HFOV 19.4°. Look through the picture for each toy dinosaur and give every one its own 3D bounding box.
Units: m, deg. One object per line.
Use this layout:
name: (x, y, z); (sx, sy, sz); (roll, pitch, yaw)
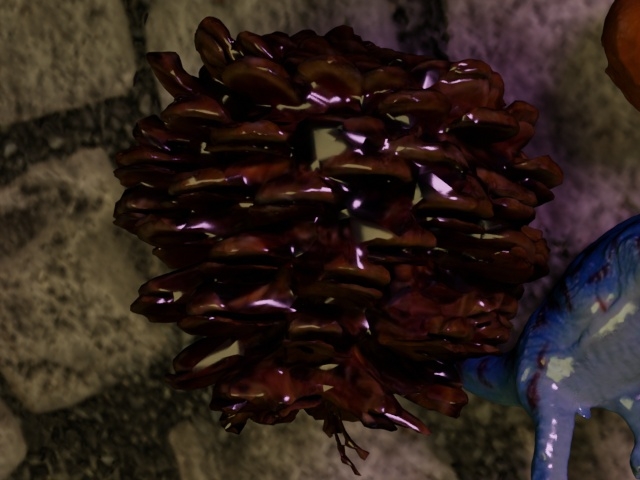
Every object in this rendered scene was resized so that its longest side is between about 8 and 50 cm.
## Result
toy dinosaur: (0.152, 0.048, 0.900); (0.329, 0.076, 0.144); (-32, 56, 34)

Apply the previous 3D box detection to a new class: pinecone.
pinecone: (0.000, 0.000, 0.878); (0.221, 0.221, 0.221); (10, 110, 27)

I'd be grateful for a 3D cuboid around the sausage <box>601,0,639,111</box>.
sausage: (0.216, -0.095, 0.820); (0.198, 0.076, 0.076); (-7, 102, 32)
